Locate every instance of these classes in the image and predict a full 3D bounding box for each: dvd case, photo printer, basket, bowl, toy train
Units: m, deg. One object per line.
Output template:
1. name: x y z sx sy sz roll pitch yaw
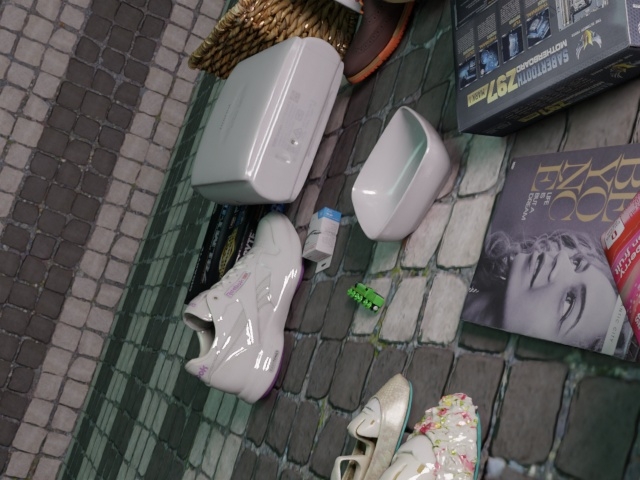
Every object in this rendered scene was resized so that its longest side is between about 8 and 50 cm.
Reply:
1. dvd case: 0.199 0.002 0.663 0.221 0.018 0.164 5 75 69
2. photo printer: -0.102 -0.180 1.307 0.307 0.107 0.256 4 72 63
3. basket: -0.084 -0.411 1.497 0.299 0.223 0.213 -18 54 66
4. bowl: 0.098 -0.073 0.943 0.142 0.053 0.142 -60 21 22
5. toy train: 0.054 0.066 0.971 0.024 0.017 0.083 -58 20 0

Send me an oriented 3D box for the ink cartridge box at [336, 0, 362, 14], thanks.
1. ink cartridge box: 0.063 -0.473 1.251 0.219 0.160 0.092 -63 4 17

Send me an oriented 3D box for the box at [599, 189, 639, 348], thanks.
1. box: 0.259 -0.040 0.362 0.257 0.122 0.128 -58 5 26

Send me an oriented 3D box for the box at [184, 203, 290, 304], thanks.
1. box: -0.145 -0.023 1.491 0.293 0.073 0.295 -17 54 64

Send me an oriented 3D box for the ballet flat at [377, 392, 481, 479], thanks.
1. ballet flat: 0.077 0.234 0.660 0.091 0.077 0.241 -33 40 59

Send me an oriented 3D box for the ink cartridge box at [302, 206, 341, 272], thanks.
1. ink cartridge box: 0.000 0.000 1.155 0.048 0.028 0.083 -30 43 60

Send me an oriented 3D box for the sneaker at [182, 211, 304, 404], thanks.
1. sneaker: -0.113 0.077 1.191 0.114 0.152 0.305 -44 30 53

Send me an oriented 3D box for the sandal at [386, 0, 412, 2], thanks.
1. sandal: 0.169 -0.382 1.059 0.079 0.088 0.240 -28 8 -42

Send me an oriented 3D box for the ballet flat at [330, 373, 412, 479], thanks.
1. ballet flat: 0.045 0.209 0.800 0.057 0.052 0.168 -11 60 67

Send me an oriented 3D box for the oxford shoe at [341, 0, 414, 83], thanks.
1. oxford shoe: 0.087 -0.356 1.182 0.271 0.098 0.097 -58 23 28

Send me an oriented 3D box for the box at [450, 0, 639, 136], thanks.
1. box: 0.205 -0.213 0.733 0.232 0.059 0.183 156 115 -63
